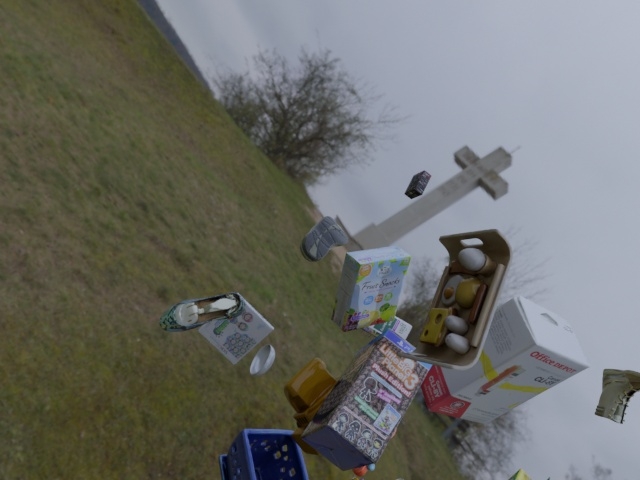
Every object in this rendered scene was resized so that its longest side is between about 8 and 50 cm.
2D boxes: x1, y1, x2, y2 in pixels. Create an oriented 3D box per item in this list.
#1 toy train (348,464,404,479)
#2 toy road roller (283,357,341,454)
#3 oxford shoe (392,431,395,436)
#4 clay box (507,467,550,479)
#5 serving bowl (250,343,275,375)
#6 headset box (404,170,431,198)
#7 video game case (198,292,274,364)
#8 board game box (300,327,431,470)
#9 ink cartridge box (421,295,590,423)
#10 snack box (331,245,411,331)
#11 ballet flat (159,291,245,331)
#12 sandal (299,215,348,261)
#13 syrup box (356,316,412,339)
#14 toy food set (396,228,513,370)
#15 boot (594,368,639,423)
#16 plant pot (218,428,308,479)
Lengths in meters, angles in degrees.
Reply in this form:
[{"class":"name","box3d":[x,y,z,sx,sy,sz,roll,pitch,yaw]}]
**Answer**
[{"class":"toy train","box3d":[0.117,0.576,1.404,0.166,0.125,0.046,6,-49,55]},{"class":"toy road roller","box3d":[-0.002,0.494,1.753,0.240,0.202,0.329,50,-26,4]},{"class":"oxford shoe","box3d":[0.212,0.660,2.257,0.363,0.133,0.129,-84,150,-75]},{"class":"clay box","box3d":[0.309,0.488,1.026,0.053,0.222,0.127,46,11,23]},{"class":"serving bowl","box3d":[-0.135,0.293,1.400,0.027,0.083,0.083,37,3,-20]},{"class":"headset box","box3d":[0.299,-0.174,1.772,0.032,0.083,0.062,36,-22,-15]},{"class":"video game case","box3d":[-0.233,0.245,1.595,0.143,0.157,0.019,46,10,-9]},{"class":"board game box","box3d":[0.113,0.397,1.435,0.141,0.291,0.232,38,-31,2]},{"class":"ink cartridge box","box3d":[0.510,0.355,1.653,0.279,0.385,0.160,24,37,-34]},{"class":"snack box","box3d":[0.132,0.125,1.521,0.070,0.175,0.207,39,-53,46]},{"class":"ballet flat","box3d":[-0.255,0.150,1.256,0.070,0.189,0.070,165,-90,-71]},{"class":"sandal","box3d":[-0.001,-0.001,1.994,0.120,0.086,0.303,55,33,3]},{"class":"syrup box","box3d":[0.174,0.270,1.917,0.237,0.093,0.096,30,-16,5]},{"class":"toy food set","box3d":[0.278,0.125,1.259,0.092,0.306,0.220,29,-14,-18]},{"class":"boot","box3d":[0.950,0.489,1.804,0.077,0.165,0.213,24,-14,-9]},{"class":"plant pot","box3d":[-0.201,0.783,1.928,0.236,0.212,0.236,18,38,-39]}]
